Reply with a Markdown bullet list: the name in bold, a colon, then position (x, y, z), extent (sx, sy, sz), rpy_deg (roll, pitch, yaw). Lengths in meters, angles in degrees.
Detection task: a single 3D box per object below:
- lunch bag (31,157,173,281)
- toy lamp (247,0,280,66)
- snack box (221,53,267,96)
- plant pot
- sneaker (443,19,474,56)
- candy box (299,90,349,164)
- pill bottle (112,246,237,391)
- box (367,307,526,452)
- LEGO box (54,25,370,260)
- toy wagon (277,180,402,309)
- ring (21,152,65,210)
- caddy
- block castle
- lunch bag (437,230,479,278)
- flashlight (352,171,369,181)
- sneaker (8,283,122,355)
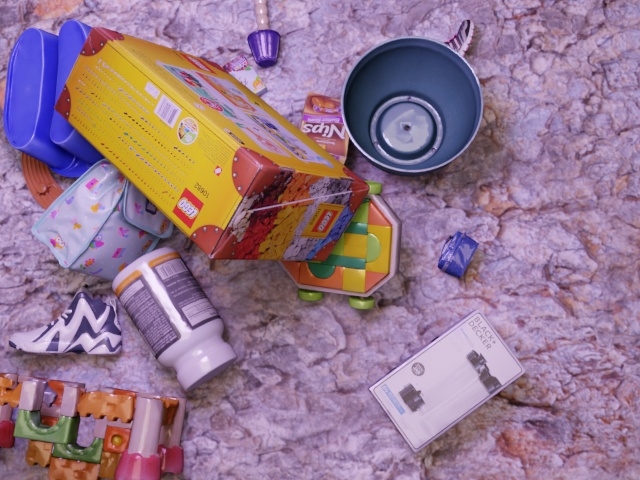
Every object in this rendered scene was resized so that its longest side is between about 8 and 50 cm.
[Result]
- **lunch bag**: position (-0.424, -0.055, 1.810), extent (0.160, 0.223, 0.262), rpy_deg (43, 94, 22)
- **toy lamp**: position (-0.138, -0.535, 1.990), extent (0.080, 0.080, 0.275), rpy_deg (-8, 77, 0)
- **snack box**: position (-0.207, -0.345, 1.975), extent (0.141, 0.037, 0.100), rpy_deg (-34, 82, -5)
- **plant pot**: position (0.191, -0.264, 1.869), extent (0.293, 0.196, 0.293), rpy_deg (0, 79, 2)
- **sneaker**: position (0.290, -0.433, 1.964), extent (0.074, 0.063, 0.170), rpy_deg (26, 86, 0)
- **candy box**: position (0.009, -0.239, 1.891), extent (0.109, 0.053, 0.187), rpy_deg (13, 50, -6)
- **pill bottle**: position (-0.303, 0.166, 1.821), extent (0.162, 0.162, 0.278), rpy_deg (-33, 81, -4)
- **box**: position (0.262, 0.292, 1.821), extent (0.290, 0.087, 0.169), rpy_deg (-34, 81, -5)
- **LEGO box**: position (-0.209, -0.182, 1.690), extent (0.500, 0.372, 0.193), rpy_deg (41, 109, 27)
- **toy wagon**: position (0.000, 0.000, 1.839), extent (0.344, 0.068, 0.267), rpy_deg (7, 102, 19)
- **ring**: position (-0.513, -0.200, 1.961), extent (0.336, 0.032, 0.337), rpy_deg (0, 80, 2)
- **caddy**: position (-0.539, -0.311, 1.881), extent (0.241, 0.179, 0.341), rpy_deg (-3, 79, 25)
- **block castle**: position (-0.507, 0.390, 1.716), extent (0.453, 0.303, 0.213), rpy_deg (7, 81, 4)
- **lunch bag**: position (0.296, 0.026, 1.878), extent (0.065, 0.067, 0.098), rpy_deg (29, 81, 6)
- **flashlight**: position (-0.043, -0.155, 1.912), extent (0.304, 0.103, 0.103), rpy_deg (27, 56, 10)
- **sneaker**: position (-0.544, 0.169, 1.863), extent (0.234, 0.094, 0.153), rpy_deg (0, 78, 1)
